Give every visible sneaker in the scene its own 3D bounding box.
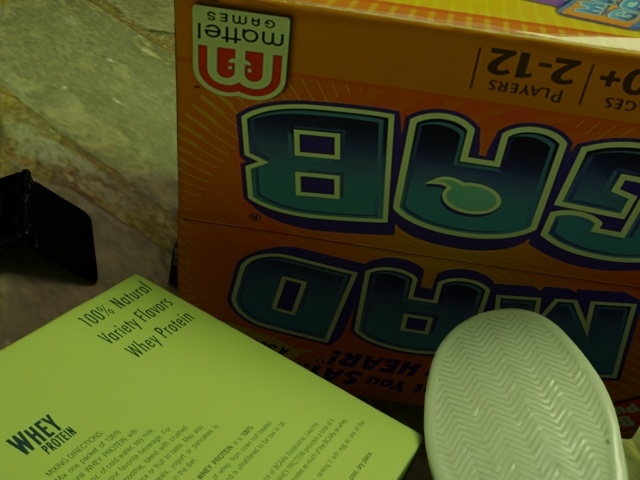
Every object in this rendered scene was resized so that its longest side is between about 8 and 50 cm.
[{"bbox_3d":[0.131,0.191,0.556,0.108,0.169,0.293,-14,44,3],"label":"sneaker"}]

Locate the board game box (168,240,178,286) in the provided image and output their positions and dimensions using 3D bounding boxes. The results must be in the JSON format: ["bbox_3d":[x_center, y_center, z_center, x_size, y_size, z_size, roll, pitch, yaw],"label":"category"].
[{"bbox_3d":[-0.006,-0.044,1.014,0.208,0.056,0.347,14,35,2],"label":"board game box"}]

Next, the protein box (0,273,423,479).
[{"bbox_3d":[-0.087,0.148,0.531,0.201,0.136,0.200,28,26,14],"label":"protein box"}]

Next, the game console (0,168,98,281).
[{"bbox_3d":[-0.259,-0.003,0.879,0.107,0.071,0.122,-19,33,-5],"label":"game console"}]

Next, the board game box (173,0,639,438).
[{"bbox_3d":[0.103,-0.118,0.766,0.356,0.356,0.357,9,48,1],"label":"board game box"}]
